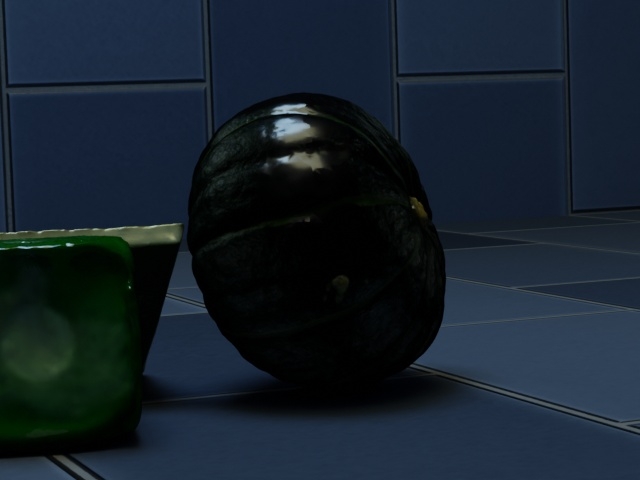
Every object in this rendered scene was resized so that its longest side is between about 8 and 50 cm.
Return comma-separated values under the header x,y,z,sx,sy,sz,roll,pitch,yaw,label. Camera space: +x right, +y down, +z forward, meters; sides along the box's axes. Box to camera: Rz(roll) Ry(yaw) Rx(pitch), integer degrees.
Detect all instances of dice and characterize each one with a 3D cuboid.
x,y,z,sx,sy,sz,roll,pitch,yaw,label
-0.181,0.062,1.096,0.131,0.128,0.120,-4,3,-9,dice

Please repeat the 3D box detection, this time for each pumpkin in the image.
x,y,z,sx,sy,sz,roll,pitch,yaw,label
0.000,0.000,1.244,0.162,0.220,0.220,-15,0,17,pumpkin

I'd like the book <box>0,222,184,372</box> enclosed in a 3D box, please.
x,y,z,sx,sy,sz,roll,pitch,yaw,label
-0.250,0.053,1.231,0.289,0.026,0.201,-5,-30,-17,book
